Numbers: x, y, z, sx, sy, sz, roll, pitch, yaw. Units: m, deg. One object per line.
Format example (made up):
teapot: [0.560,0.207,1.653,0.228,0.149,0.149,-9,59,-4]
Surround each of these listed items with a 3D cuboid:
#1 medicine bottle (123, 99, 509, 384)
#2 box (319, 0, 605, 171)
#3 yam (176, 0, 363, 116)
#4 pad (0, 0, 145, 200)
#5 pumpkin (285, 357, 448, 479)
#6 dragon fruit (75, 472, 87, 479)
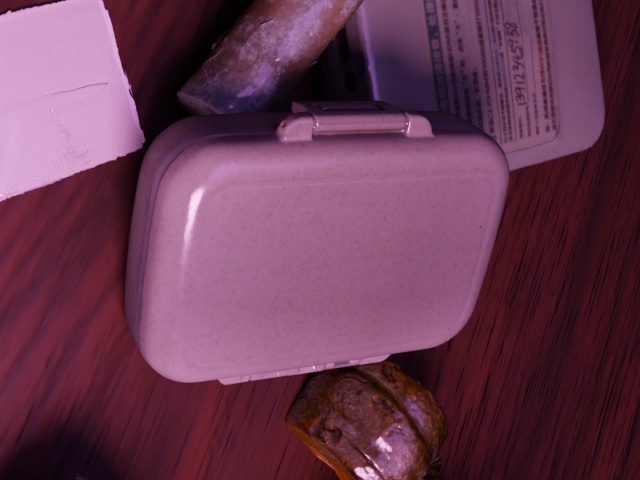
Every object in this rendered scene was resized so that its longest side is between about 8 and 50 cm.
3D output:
medicine bottle: [0.000,0.000,1.106,0.375,0.123,0.282,-4,121,-29]
box: [0.157,-0.266,1.312,0.396,0.111,0.396,-15,100,-39]
yam: [-0.027,-0.212,1.107,0.093,0.093,0.259,39,88,-34]
pad: [-0.268,-0.123,1.020,0.232,0.004,0.157,-26,106,-37]
pumpkin: [0.077,0.243,1.238,0.131,0.126,0.248,-50,120,-26]
dragon fruit: [-0.209,0.329,0.957,0.192,0.193,0.274,-1,92,-69]
